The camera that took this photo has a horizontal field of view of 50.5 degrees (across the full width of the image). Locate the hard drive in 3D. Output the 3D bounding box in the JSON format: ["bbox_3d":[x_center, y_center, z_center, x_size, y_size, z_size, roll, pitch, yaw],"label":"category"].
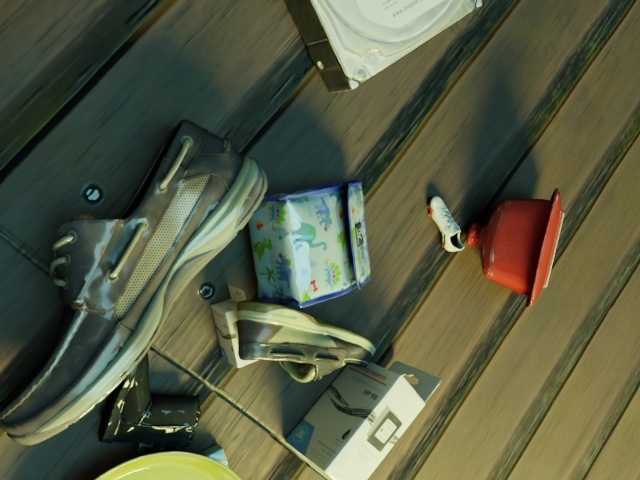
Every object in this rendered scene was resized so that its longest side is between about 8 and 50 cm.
[{"bbox_3d":[0.037,-0.376,0.783,0.237,0.064,0.338,-36,112,-22],"label":"hard drive"}]

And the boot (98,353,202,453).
[{"bbox_3d":[-0.177,0.173,0.736,0.099,0.045,0.121,15,95,-29],"label":"boot"}]

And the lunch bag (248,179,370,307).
[{"bbox_3d":[0.000,0.000,0.795,0.151,0.096,0.128,-13,100,-44],"label":"lunch bag"}]

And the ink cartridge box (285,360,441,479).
[{"bbox_3d":[0.053,0.210,0.840,0.180,0.104,0.060,-48,115,-17],"label":"ink cartridge box"}]

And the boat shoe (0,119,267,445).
[{"bbox_3d":[-0.202,0.026,0.670,0.130,0.132,0.355,43,66,-17],"label":"boat shoe"}]

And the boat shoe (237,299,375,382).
[{"bbox_3d":[-0.018,0.125,0.780,0.224,0.080,0.073,29,71,-49],"label":"boat shoe"}]

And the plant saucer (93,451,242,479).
[{"bbox_3d":[-0.179,0.341,0.731,0.241,0.037,0.240,-1,93,-26],"label":"plant saucer"}]

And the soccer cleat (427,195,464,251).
[{"bbox_3d":[0.172,-0.022,0.920,0.029,0.036,0.083,-29,110,-24],"label":"soccer cleat"}]

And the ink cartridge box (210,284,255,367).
[{"bbox_3d":[-0.099,0.096,0.769,0.028,0.048,0.083,-17,103,-28],"label":"ink cartridge box"}]

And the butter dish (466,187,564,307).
[{"bbox_3d":[0.261,0.003,0.937,0.160,0.118,0.160,15,89,-75],"label":"butter dish"}]

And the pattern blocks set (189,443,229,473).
[{"bbox_3d":[-0.144,0.418,0.796,0.286,0.026,0.324,-32,110,-24],"label":"pattern blocks set"}]
